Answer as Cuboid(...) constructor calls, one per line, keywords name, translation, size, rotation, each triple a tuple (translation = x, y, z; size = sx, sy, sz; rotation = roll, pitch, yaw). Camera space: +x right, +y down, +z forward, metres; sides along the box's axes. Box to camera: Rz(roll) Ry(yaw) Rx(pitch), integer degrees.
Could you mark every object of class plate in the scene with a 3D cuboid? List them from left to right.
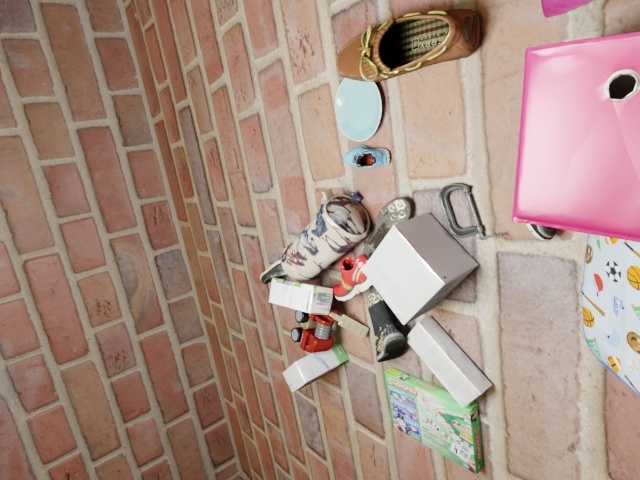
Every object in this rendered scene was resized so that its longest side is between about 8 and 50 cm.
Cuboid(name="plate", translation=(0.111, -0.380, 1.152), size=(0.188, 0.024, 0.188), rotation=(27, 125, 45))

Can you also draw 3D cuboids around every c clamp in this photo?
Cuboid(name="c clamp", translation=(0.355, -0.070, 0.977), size=(0.137, 0.022, 0.160), rotation=(-27, 85, 59))

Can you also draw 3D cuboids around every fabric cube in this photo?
Cuboid(name="fabric cube", translation=(0.464, -0.158, 0.585), size=(0.254, 0.259, 0.257), rotation=(18, 120, 47))

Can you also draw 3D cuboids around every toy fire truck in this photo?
Cuboid(name="toy fire truck", translation=(0.032, 0.318, 1.464), size=(0.246, 0.159, 0.216), rotation=(27, 108, 53))

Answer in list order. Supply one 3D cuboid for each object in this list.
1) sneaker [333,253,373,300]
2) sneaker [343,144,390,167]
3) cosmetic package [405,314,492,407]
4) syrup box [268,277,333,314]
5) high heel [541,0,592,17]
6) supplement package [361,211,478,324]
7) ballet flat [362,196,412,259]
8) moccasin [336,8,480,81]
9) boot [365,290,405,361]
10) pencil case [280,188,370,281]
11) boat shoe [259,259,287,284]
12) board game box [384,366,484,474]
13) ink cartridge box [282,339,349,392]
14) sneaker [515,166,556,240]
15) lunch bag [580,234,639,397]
Cuboid(name="sneaker", translation=(0.104, 0.109, 1.286), size=(0.118, 0.107, 0.279), rotation=(53, 151, 5))
Cuboid(name="sneaker", translation=(0.120, -0.240, 1.161), size=(0.162, 0.073, 0.063), rotation=(11, 114, 50))
Cuboid(name="cosmetic package", translation=(0.352, 0.334, 1.128), size=(0.239, 0.061, 0.098), rotation=(51, 144, 27))
Cuboid(name="syrup box", translation=(-0.073, 0.193, 1.414), size=(0.237, 0.093, 0.096), rotation=(3, 82, 48))
Cuboid(name="high heel", translation=(0.479, -0.402, 0.634), size=(0.244, 0.082, 0.117), rotation=(22, 155, 31))
Cuboid(name="supplement package", translation=(0.253, 0.073, 1.062), size=(0.194, 0.149, 0.203), rotation=(53, 141, 23))
Cuboid(name="ballet flat", translation=(0.197, -0.031, 1.180), size=(0.084, 0.058, 0.249), rotation=(40, 132, 19))
Cuboid(name="moccasin", translation=(0.167, -0.443, 0.938), size=(0.380, 0.147, 0.139), rotation=(22, 119, 47))
Cuboid(name="boot", translation=(0.202, 0.280, 1.293), size=(0.236, 0.086, 0.178), rotation=(88, 167, -58))
Cuboid(name="pencil case", translation=(0.000, 0.000, 1.356), size=(0.183, 0.160, 0.410), rotation=(59, 143, 12))
Cuboid(name="boat shoe", translation=(-0.197, 0.153, 1.754), size=(0.233, 0.084, 0.079), rotation=(-37, 75, 50))
Cuboid(name="board game box", translation=(0.343, 0.545, 1.251), size=(0.318, 0.046, 0.213), rotation=(7, 110, 52))
Cuboid(name="ink cartridge box", translation=(-0.020, 0.488, 1.561), size=(0.093, 0.213, 0.154), rotation=(58, 143, 18))
Cuboid(name="sneaker", translation=(0.449, -0.083, 0.805), size=(0.075, 0.063, 0.170), rotation=(-12, 91, 61))
Cuboid(name="lunch bag", translation=(0.539, 0.116, 0.645), size=(0.243, 0.115, 0.302), rotation=(-87, -14, -76))
